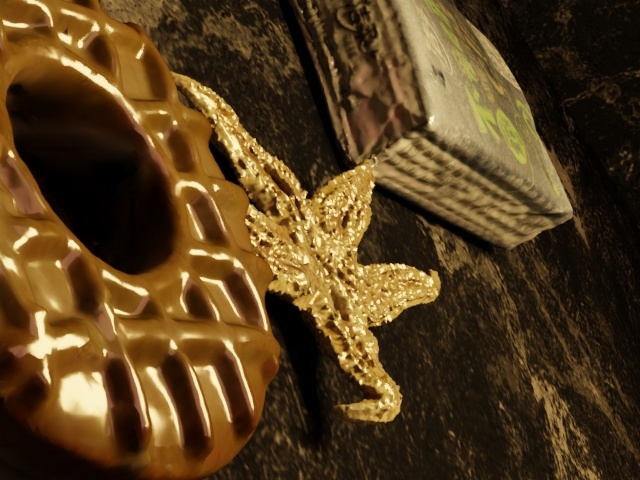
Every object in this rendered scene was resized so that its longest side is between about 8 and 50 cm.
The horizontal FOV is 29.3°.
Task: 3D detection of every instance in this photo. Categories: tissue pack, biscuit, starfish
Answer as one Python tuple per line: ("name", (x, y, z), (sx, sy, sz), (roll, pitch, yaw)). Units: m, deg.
("tissue pack", (0.123, -0.167, 1.364), (0.394, 0.124, 0.288), (24, 41, -57))
("biscuit", (-0.140, -0.013, 0.601), (0.332, 0.103, 0.332), (49, 24, -31))
("starfish", (-0.003, 0.002, 0.952), (0.299, 0.060, 0.302), (59, 26, 11))
